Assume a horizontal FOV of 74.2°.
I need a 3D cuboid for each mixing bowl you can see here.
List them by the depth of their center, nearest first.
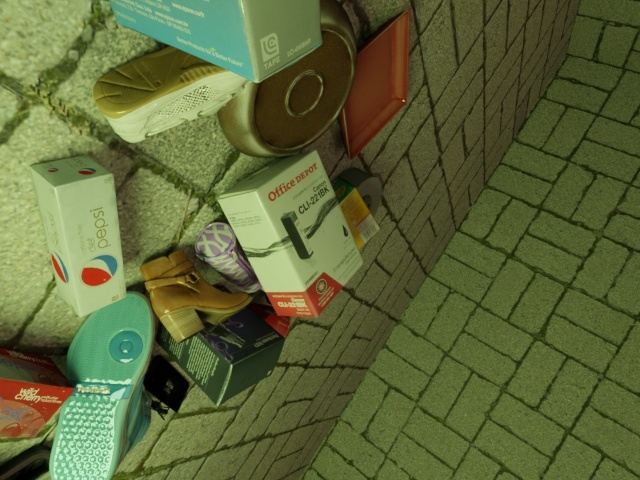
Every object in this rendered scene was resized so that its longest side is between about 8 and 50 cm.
[{"bbox_3d":[-0.171,0.228,1.064,0.181,0.098,0.181,-40,147,-33],"label":"mixing bowl"}]

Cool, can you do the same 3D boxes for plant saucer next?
[{"bbox_3d":[-0.040,-0.271,0.757,0.311,0.050,0.310,-36,153,-22],"label":"plant saucer"},{"bbox_3d":[0.119,-0.364,1.001,0.258,0.048,0.259,-48,153,-20],"label":"plant saucer"}]

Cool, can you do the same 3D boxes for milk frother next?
[{"bbox_3d":[-0.477,0.438,0.705,0.135,0.143,0.129,-25,131,-45],"label":"milk frother"}]

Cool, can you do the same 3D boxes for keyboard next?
[{"bbox_3d":[-0.357,0.331,0.943,0.192,0.038,0.100,80,24,-52],"label":"keyboard"}]

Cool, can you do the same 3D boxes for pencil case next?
[{"bbox_3d":[-0.176,0.040,0.871,0.086,0.088,0.206,-65,158,-18],"label":"pencil case"}]

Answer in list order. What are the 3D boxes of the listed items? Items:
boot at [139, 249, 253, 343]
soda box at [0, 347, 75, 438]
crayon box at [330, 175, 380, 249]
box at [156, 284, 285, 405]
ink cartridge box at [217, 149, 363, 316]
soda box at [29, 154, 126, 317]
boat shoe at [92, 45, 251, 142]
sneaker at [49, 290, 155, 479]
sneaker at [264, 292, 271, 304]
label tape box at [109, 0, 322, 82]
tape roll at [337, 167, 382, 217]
[{"bbox_3d":[-0.222,0.085,0.781,0.073,0.152,0.197,-36,171,30],"label":"boot"},{"bbox_3d":[-0.458,0.186,0.539,0.092,0.084,0.263,-52,154,-12],"label":"soda box"},{"bbox_3d":[0.000,0.000,1.038,0.278,0.081,0.165,-44,134,-6],"label":"crayon box"},{"bbox_3d":[-0.202,0.202,0.857,0.153,0.207,0.108,-15,132,-55],"label":"box"},{"bbox_3d":[-0.048,-0.016,0.840,0.197,0.114,0.272,-44,117,-43],"label":"ink cartridge box"},{"bbox_3d":[-0.328,-0.002,0.585,0.074,0.069,0.216,-29,140,-44],"label":"soda box"},{"bbox_3d":[-0.168,-0.225,0.595,0.277,0.098,0.096,-30,161,-16],"label":"boat shoe"},{"bbox_3d":[-0.362,0.249,0.762,0.208,0.127,0.318,127,-22,-79],"label":"sneaker"},{"bbox_3d":[-0.074,0.164,1.178,0.228,0.087,0.130,-21,129,-59],"label":"sneaker"},{"bbox_3d":[-0.130,-0.347,0.357,0.115,0.249,0.347,-42,149,-29],"label":"label tape box"},{"bbox_3d":[0.084,-0.092,1.199,0.219,0.072,0.219,-41,148,-33],"label":"tape roll"}]
